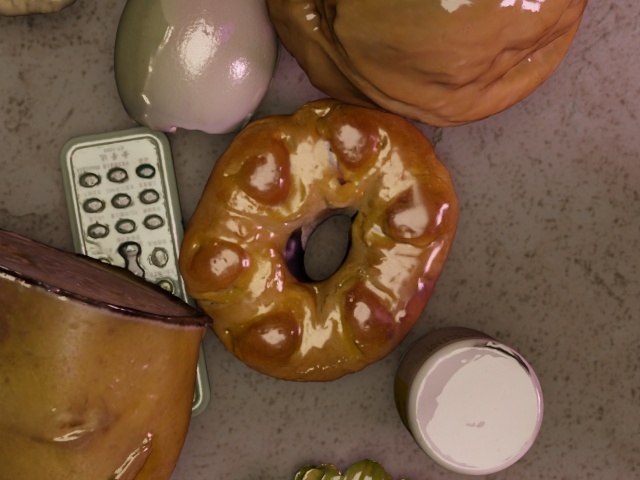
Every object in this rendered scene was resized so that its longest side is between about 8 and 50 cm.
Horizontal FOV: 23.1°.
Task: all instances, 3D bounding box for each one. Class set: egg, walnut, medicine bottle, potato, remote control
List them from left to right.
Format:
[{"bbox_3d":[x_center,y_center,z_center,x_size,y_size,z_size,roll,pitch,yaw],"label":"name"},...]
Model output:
[{"bbox_3d":[-0.320,0.152,1.610,0.397,0.290,0.296,18,94,-28],"label":"potato"},{"bbox_3d":[-0.210,0.041,1.785,0.128,0.065,0.335,-9,91,-4],"label":"remote control"},{"bbox_3d":[-0.134,-0.226,1.723,0.183,0.183,0.217,6,98,-3],"label":"egg"},{"bbox_3d":[0.118,-0.301,1.647,0.383,0.383,0.384,0,91,-2],"label":"walnut"},{"bbox_3d":[0.153,0.166,1.708,0.143,0.258,0.143,0,92,-1],"label":"medicine bottle"}]

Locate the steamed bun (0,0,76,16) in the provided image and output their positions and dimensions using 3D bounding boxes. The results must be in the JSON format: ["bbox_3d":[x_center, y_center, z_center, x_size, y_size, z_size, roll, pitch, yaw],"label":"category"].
[{"bbox_3d":[-0.415,-0.413,1.685,0.346,0.237,0.394,-31,127,24],"label":"steamed bun"}]

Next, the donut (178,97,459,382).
[{"bbox_3d":[0.000,0.000,1.751,0.317,0.150,0.299,-23,92,-3],"label":"donut"}]

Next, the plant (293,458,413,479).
[{"bbox_3d":[0.047,0.395,1.747,0.261,0.297,0.306,2,74,-33],"label":"plant"}]
